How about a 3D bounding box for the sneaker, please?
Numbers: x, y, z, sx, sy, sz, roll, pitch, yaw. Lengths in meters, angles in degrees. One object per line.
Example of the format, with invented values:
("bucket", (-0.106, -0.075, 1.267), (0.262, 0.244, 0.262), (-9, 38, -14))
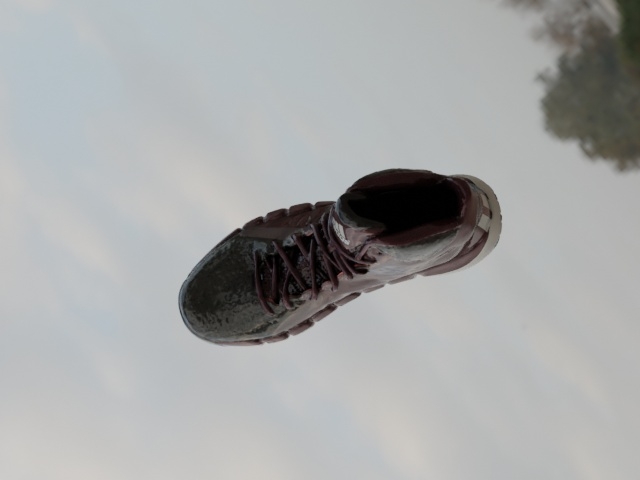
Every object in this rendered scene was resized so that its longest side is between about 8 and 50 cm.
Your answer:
("sneaker", (0.000, 0.000, 1.274), (0.162, 0.281, 0.106), (37, -148, -75))
